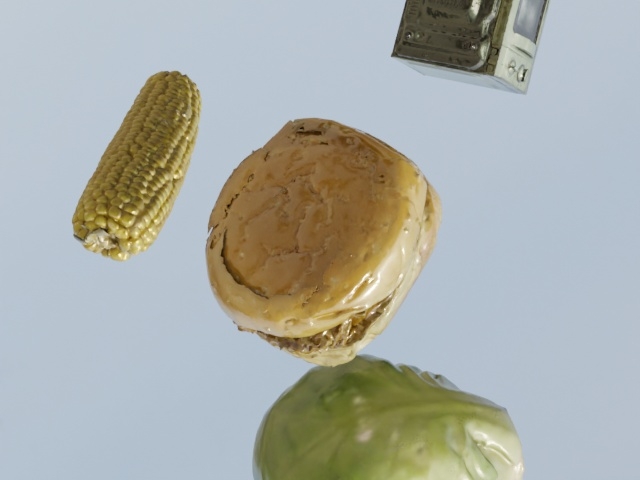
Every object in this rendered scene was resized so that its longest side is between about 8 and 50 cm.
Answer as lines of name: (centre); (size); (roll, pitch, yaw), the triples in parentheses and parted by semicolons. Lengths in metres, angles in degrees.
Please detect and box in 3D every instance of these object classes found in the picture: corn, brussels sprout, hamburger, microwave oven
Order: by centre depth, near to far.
hamburger: (0.001, 0.001, 1.491); (0.213, 0.108, 0.214); (-14, -123, 23)
brussels sprout: (0.059, 0.212, 1.598); (0.244, 0.244, 0.244); (-27, -145, 21)
corn: (-0.202, -0.081, 1.972); (0.101, 0.101, 0.310); (-19, -150, 30)
microwave oven: (0.187, -0.294, 2.057); (0.163, 0.129, 0.205); (13, -92, 26)
